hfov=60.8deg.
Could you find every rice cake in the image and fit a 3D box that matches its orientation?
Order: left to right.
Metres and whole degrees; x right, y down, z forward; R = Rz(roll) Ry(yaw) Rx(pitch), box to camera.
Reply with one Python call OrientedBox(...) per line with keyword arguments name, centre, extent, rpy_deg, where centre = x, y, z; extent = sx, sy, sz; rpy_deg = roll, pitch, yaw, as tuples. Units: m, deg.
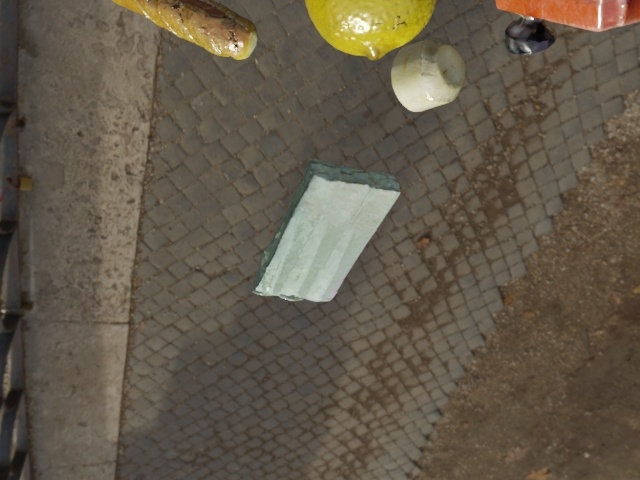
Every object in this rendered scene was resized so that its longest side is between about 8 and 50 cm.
OrientedBox(name="rice cake", centre=(0.000, 0.000, 0.677), extent=(0.124, 0.038, 0.211), rpy_deg=(9, 129, -20))

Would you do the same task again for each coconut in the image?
OrientedBox(name="coconut", centre=(0.305, -0.488, 1.615), extent=(0.202, 0.222, 0.202), rpy_deg=(0, 90, -35))

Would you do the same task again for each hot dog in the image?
OrientedBox(name="hot dog", centre=(-0.237, -0.375, 0.893), extent=(0.286, 0.061, 0.087), rpy_deg=(25, 151, 10))

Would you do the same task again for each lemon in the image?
OrientedBox(name="lemon", centre=(0.110, -0.587, 1.223), extent=(0.336, 0.336, 0.335), rpy_deg=(-6, 125, -9))

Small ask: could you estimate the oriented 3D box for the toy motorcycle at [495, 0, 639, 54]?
OrientedBox(name="toy motorcycle", centre=(0.205, -0.209, 0.378), extent=(0.171, 0.298, 0.089), rpy_deg=(-44, 139, -6))
